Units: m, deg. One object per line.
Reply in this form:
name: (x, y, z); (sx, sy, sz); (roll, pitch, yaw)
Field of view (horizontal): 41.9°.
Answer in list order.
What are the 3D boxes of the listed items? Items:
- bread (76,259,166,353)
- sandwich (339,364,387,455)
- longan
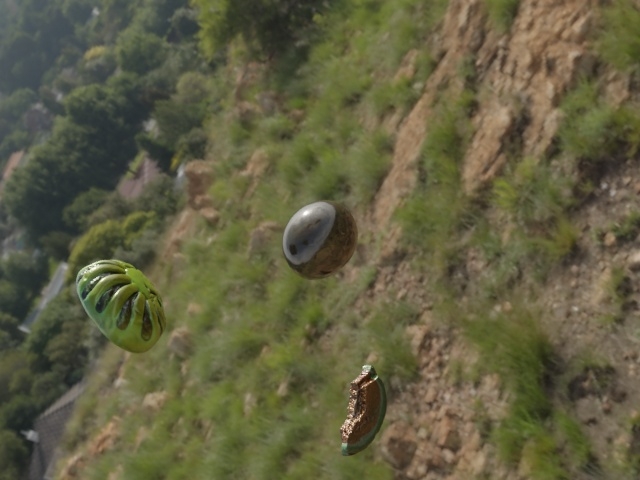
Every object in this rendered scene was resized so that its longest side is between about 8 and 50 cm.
bread: (-0.244, 0.076, 1.048); (0.071, 0.130, 0.139); (-45, 2, 4)
sandwich: (0.063, 0.245, 1.191); (0.029, 0.067, 0.135); (-6, 56, 42)
longan: (0.000, 0.000, 1.065); (0.113, 0.092, 0.113); (-56, -12, -19)
